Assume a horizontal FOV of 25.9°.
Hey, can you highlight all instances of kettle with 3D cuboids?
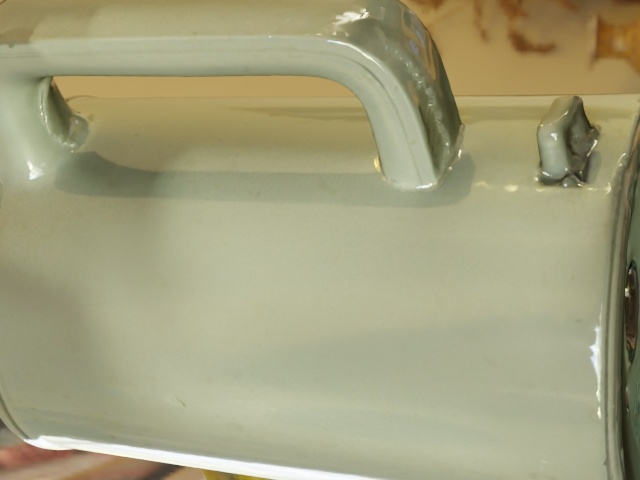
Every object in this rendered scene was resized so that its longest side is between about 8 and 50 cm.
[{"bbox_3d":[-0.001,0.016,0.676,0.265,0.318,0.205,33,-116,-66],"label":"kettle"}]

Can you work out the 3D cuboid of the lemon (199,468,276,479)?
[{"bbox_3d":[-0.028,0.143,1.147,0.207,0.170,0.170,64,-170,-8],"label":"lemon"}]
